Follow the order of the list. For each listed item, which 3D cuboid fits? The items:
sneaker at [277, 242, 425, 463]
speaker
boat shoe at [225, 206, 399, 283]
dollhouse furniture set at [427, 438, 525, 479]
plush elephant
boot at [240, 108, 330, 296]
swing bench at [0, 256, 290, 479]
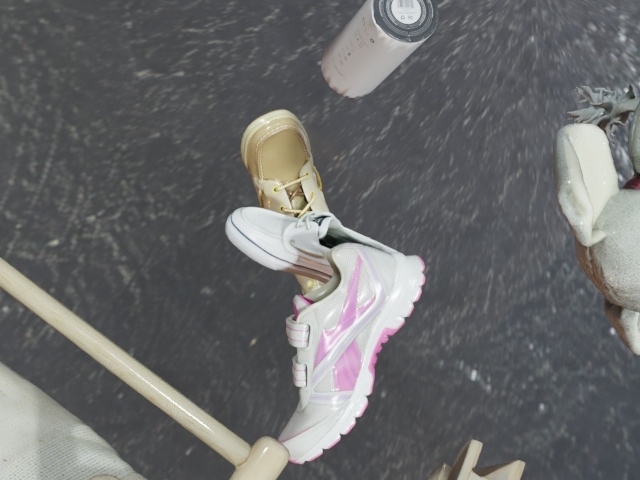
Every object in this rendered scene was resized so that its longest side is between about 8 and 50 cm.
[{"bbox_3d":[0.007,0.110,1.342,0.111,0.103,0.252,27,86,-10],"label":"sneaker"},{"bbox_3d":[0.044,-0.160,1.019,0.055,0.136,0.055,4,77,-16],"label":"speaker"},{"bbox_3d":[0.000,0.000,1.471,0.226,0.083,0.076,23,126,9],"label":"boat shoe"},{"bbox_3d":[0.273,0.501,1.736,0.362,0.394,0.256,25,65,-1],"label":"dollhouse furniture set"},{"bbox_3d":[0.352,-0.036,1.224,0.330,0.272,0.255,4,60,40],"label":"plush elephant"},{"bbox_3d":[-0.021,-0.029,1.679,0.095,0.262,0.203,-21,55,-10],"label":"boot"},{"bbox_3d":[-0.200,0.144,0.618,0.253,0.165,0.255,34,101,21],"label":"swing bench"}]
